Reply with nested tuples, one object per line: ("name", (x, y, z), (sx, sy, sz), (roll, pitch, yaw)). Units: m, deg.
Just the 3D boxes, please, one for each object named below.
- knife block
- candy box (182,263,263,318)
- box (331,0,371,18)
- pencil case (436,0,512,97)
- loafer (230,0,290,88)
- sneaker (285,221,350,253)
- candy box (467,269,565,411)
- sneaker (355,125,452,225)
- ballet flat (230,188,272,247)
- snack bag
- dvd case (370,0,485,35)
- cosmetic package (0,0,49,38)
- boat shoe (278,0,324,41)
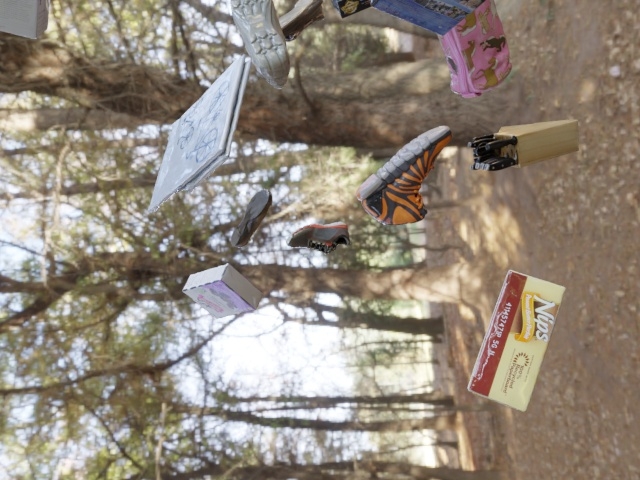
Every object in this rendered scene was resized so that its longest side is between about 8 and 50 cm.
("knife block", (0.540, -0.246, 1.559), (0.242, 0.276, 0.088), (-46, -50, -61))
("candy box", (-0.311, 0.165, 1.861), (0.165, 0.196, 0.070), (45, -134, -30))
("box", (0.101, -0.675, 1.524), (0.051, 0.175, 0.220), (66, -177, -46))
("pencil case", (0.314, -0.510, 1.319), (0.386, 0.167, 0.160), (52, -171, -40))
("loafer", (-0.149, -0.511, 1.444), (0.111, 0.112, 0.319), (80, 174, -64))
("sneaker", (0.000, 0.000, 1.343), (0.061, 0.158, 0.065), (110, 144, -56))
("candy box", (0.313, 0.173, 0.949), (0.183, 0.087, 0.316), (-68, -20, -8))
("sneaker", (0.271, -0.169, 1.659), (0.180, 0.321, 0.124), (48, -167, -12))
("ballet flat", (-0.219, -0.069, 1.939), (0.250, 0.058, 0.084), (-55, 43, 29))
("snack bag", (-0.293, -0.242, 1.406), (0.037, 0.342, 0.323), (29, -132, -32))
("dvd case", (0.230, -0.485, 1.115), (0.253, 0.180, 0.022), (159, 123, -67))
("cosmetic package", (-0.891, -0.716, 1.724), (0.151, 0.151, 0.183), (-107, 32, -57))
("boat shoe", (-0.073, -0.729, 1.974), (0.335, 0.112, 0.095), (-56, -47, -39))
